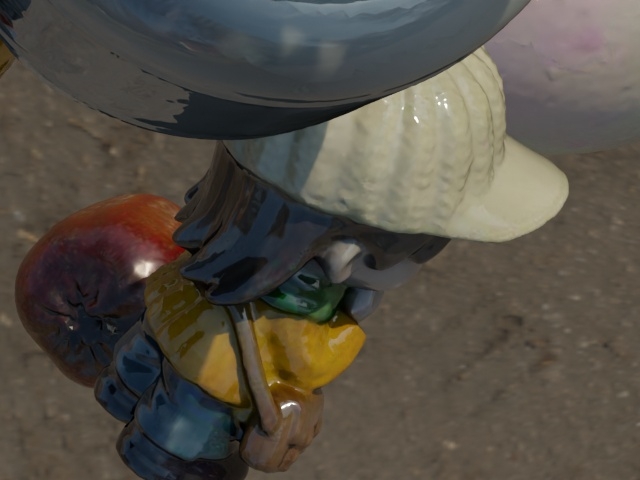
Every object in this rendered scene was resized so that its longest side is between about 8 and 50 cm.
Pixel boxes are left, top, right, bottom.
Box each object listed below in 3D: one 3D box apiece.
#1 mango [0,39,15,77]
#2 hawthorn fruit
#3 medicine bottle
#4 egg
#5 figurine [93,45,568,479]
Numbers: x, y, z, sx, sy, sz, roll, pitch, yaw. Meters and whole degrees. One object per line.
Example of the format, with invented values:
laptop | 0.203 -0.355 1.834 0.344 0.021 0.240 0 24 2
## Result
mango | -0.273 -0.097 0.880 0.317 0.176 0.119 -32 92 -20
hawthorn fruit | -0.154 0.036 1.359 0.169 0.188 0.169 6 111 17
medicine bottle | -0.042 -0.163 0.694 0.245 0.306 0.245 1 87 -15
egg | 0.159 -0.235 1.408 0.340 0.354 0.354 -15 81 -6
figurine | -0.025 -0.005 0.974 0.332 0.204 0.185 -43 43 11
